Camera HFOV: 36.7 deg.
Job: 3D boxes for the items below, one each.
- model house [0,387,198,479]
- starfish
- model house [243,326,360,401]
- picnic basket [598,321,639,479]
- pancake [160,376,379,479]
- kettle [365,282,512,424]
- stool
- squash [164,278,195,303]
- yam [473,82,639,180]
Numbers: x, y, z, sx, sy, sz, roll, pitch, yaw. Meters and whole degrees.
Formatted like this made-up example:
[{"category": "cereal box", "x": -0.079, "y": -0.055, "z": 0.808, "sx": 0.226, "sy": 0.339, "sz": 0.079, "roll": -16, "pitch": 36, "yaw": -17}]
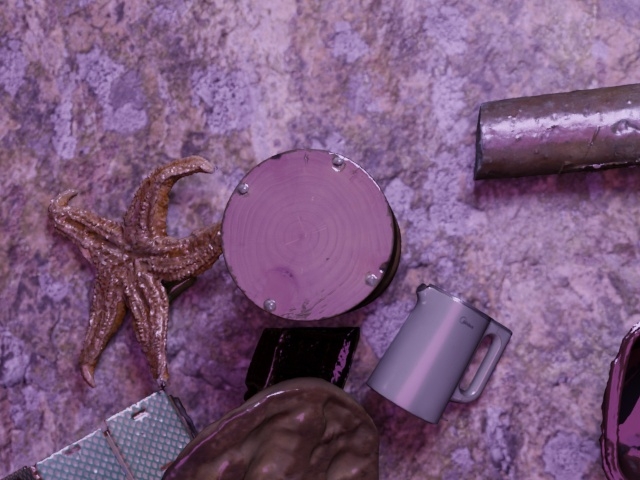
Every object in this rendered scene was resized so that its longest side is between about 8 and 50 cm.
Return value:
[{"category": "model house", "x": -0.264, "y": 0.310, "z": 1.139, "sx": 0.271, "sy": 0.206, "sz": 0.178, "roll": -27, "pitch": 84, "yaw": 4}, {"category": "starfish", "x": -0.219, "y": 0.041, "z": 1.206, "sx": 0.299, "sy": 0.060, "sz": 0.302, "roll": 6, "pitch": 87, "yaw": 22}, {"category": "model house", "x": -0.035, "y": 0.168, "z": 1.150, "sx": 0.106, "sy": 0.152, "sz": 0.165, "roll": 15, "pitch": 88, "yaw": 13}, {"category": "picnic basket", "x": 0.463, "y": 0.199, "z": 1.098, "sx": 0.297, "sy": 0.129, "sz": 0.222, "roll": 8, "pitch": 87, "yaw": 6}, {"category": "pancake", "x": -0.058, "y": 0.292, "z": 1.115, "sx": 0.295, "sy": 0.049, "sz": 0.294, "roll": -12, "pitch": 118, "yaw": -25}, {"category": "kettle", "x": 0.143, "y": 0.140, "z": 1.156, "sx": 0.127, "sy": 0.098, "sz": 0.148, "roll": 30, "pitch": 88, "yaw": 13}, {"category": "stool", "x": 0.000, "y": 0.000, "z": 1.094, "sx": 0.179, "sy": 0.264, "sz": 0.179, "roll": 0, "pitch": 88, "yaw": 7}, {"category": "squash", "x": -0.196, "y": 0.070, "z": 1.234, "sx": 0.089, "sy": 0.027, "sz": 0.027, "roll": -43, "pitch": 83, "yaw": 1}, {"category": "yam", "x": 0.310, "y": -0.130, "z": 1.145, "sx": 0.259, "sy": 0.106, "sz": 0.106, "roll": -4, "pitch": 87, "yaw": 6}]
